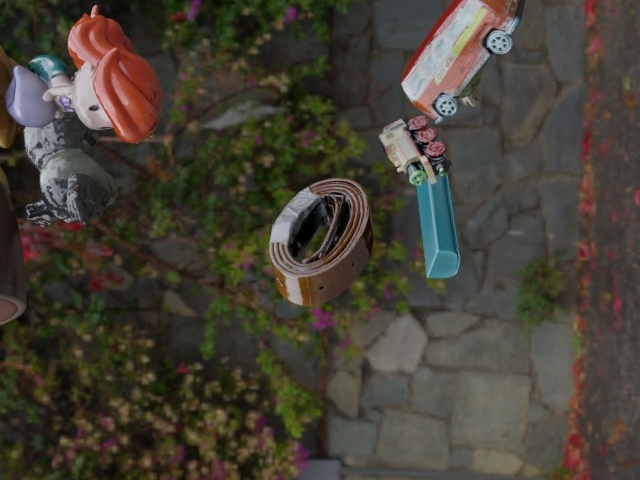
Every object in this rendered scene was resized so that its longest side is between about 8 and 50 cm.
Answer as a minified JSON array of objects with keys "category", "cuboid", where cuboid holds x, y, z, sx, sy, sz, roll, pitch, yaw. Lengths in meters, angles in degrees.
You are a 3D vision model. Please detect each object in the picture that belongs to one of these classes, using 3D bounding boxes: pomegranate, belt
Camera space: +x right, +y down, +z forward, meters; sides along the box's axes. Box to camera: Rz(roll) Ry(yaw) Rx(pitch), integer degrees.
[{"category":"pomegranate","cuboid":[0.274,-0.322,1.972,0.142,0.114,0.115,48,-148,-44]},{"category":"belt","cuboid":[0.000,0.000,1.885,0.105,0.184,0.261,76,-153,-47]}]

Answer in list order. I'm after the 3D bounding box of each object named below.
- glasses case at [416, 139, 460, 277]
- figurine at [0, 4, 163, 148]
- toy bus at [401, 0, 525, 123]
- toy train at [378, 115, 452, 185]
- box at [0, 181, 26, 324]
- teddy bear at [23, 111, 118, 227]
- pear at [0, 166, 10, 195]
[{"category":"glasses case","cuboid":[0.261,-0.072,2.217,0.117,0.070,0.301,100,171,-57]},{"category":"figurine","cuboid":[-0.360,-0.238,1.491,0.208,0.257,0.181,-79,-14,-61]},{"category":"toy bus","cuboid":[0.240,-0.329,1.738,0.265,0.119,0.121,-52,10,40]},{"category":"toy train","cuboid":[0.150,-0.139,1.570,0.050,0.087,0.138,61,-177,-44]},{"category":"box","cuboid":[-0.628,0.016,1.600,0.301,0.301,0.216,96,167,-73]},{"category":"teddy bear","cuboid":[-0.426,-0.108,1.700,0.144,0.171,0.251,15,-125,-49]},{"category":"pear","cuboid":[-0.940,-0.112,2.537,0.304,0.303,0.304,-179,90,-89]}]
